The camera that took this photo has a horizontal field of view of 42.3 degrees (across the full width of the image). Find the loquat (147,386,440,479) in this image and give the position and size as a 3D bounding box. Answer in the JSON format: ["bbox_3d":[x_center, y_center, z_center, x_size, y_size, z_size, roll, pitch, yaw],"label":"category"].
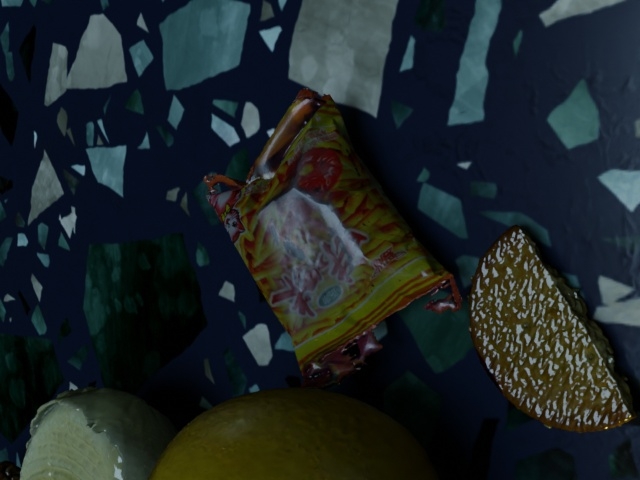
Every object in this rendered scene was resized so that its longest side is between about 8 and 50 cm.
[{"bbox_3d":[-0.028,0.303,0.859,0.328,0.359,0.328,-1,105,-2],"label":"loquat"}]

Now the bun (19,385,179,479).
[{"bbox_3d":[-0.262,0.371,1.127,0.364,0.202,0.364,4,95,47],"label":"bun"}]

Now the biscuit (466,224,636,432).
[{"bbox_3d":[0.205,0.095,0.792,0.126,0.025,0.206,-40,69,37],"label":"biscuit"}]

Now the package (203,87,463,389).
[{"bbox_3d":[0.005,-0.003,0.905,0.223,0.108,0.288,-37,80,33],"label":"package"}]

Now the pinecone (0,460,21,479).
[{"bbox_3d":[-0.553,0.462,1.430,0.174,0.174,0.173,7,101,40],"label":"pinecone"}]
